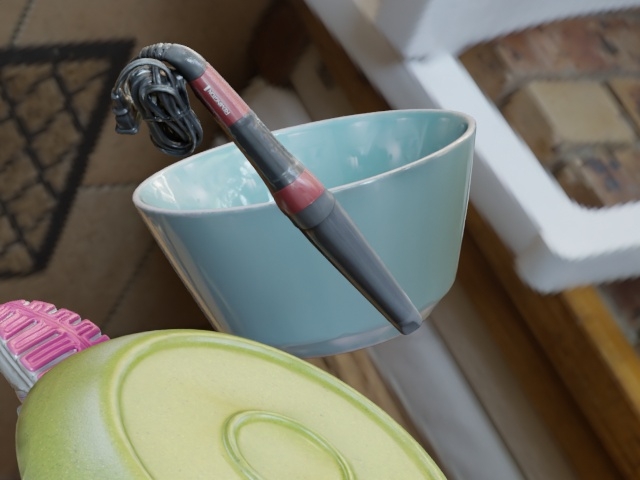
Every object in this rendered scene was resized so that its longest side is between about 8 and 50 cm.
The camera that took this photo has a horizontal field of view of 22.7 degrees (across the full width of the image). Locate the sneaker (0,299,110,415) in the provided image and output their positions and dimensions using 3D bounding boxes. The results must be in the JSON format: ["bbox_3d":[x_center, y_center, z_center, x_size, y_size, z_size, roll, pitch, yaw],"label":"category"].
[{"bbox_3d":[-0.211,0.162,1.365,0.103,0.252,0.111,-18,153,-53],"label":"sneaker"}]

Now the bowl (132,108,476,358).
[{"bbox_3d":[0.000,0.000,1.427,0.311,0.163,0.311,-11,-166,3],"label":"bowl"}]

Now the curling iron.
[{"bbox_3d":[-0.023,-0.026,0.951,0.068,0.035,0.274,-17,136,38],"label":"curling iron"}]

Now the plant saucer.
[{"bbox_3d":[-0.021,0.112,0.737,0.241,0.241,0.037,3,124,-46],"label":"plant saucer"}]
